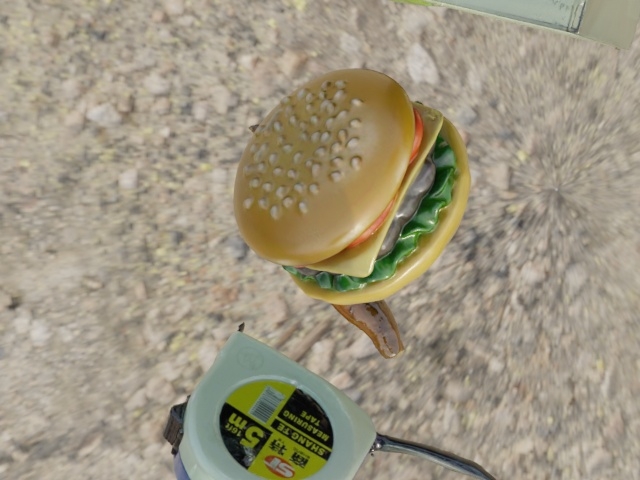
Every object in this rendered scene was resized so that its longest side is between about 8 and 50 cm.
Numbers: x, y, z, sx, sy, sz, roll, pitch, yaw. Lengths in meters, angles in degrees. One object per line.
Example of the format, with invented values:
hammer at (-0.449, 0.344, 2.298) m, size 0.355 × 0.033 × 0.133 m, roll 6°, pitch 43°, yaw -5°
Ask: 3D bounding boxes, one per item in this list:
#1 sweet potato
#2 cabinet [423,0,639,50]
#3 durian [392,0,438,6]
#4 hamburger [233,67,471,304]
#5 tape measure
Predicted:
sweet potato at (0.000, 0.000, 1.232) m, size 0.057 × 0.057 × 0.264 m, roll -31°, pitch 79°, yaw 10°
cabinet at (0.136, -0.239, 0.816) m, size 0.145 × 0.150 × 0.206 m, roll 18°, pitch 101°, yaw 24°
durian at (0.174, -0.339, 1.306) m, size 0.340 × 0.256 × 0.204 m, roll -8°, pitch 93°, yaw 54°
hamburger at (0.020, -0.038, 0.877) m, size 0.162 × 0.115 × 0.162 m, roll -22°, pitch 50°, yaw 29°
tape measure at (0.003, 0.254, 1.432) m, size 0.351 × 0.215 × 0.098 m, roll 29°, pitch 136°, yaw 8°
